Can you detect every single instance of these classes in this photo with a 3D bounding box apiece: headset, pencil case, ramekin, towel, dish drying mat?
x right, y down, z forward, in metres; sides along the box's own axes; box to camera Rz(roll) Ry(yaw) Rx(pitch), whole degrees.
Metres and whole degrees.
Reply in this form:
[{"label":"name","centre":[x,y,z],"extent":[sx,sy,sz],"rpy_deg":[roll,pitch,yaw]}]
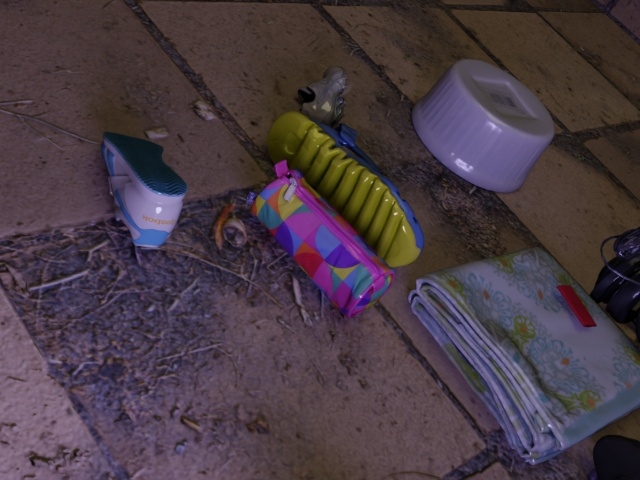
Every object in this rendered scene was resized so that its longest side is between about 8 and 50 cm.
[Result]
[{"label":"headset","centre":[0.572,0.091,1.421],"extent":[0.394,0.185,0.243],"rpy_deg":[44,7,-41]},{"label":"pencil case","centre":[0.000,0.000,1.233],"extent":[0.236,0.104,0.104],"rpy_deg":[47,37,14]},{"label":"ramekin","centre":[0.334,-0.240,1.738],"extent":[0.277,0.135,0.277],"rpy_deg":[22,38,-18]},{"label":"towel","centre":[0.343,0.156,1.339],"extent":[0.375,0.090,0.320],"rpy_deg":[-9,55,-44]},{"label":"dish drying mat","centre":[0.407,0.105,1.375],"extent":[0.032,0.008,0.083],"rpy_deg":[5,44,-33]}]

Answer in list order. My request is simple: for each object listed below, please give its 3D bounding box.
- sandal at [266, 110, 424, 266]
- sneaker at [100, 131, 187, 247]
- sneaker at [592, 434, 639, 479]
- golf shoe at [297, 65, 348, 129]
[{"label":"sandal","centre":[0.060,-0.091,1.369],"extent":[0.138,0.126,0.317],"rpy_deg":[-13,59,-51]},{"label":"sneaker","centre":[-0.246,-0.076,1.138],"extent":[0.088,0.092,0.228],"rpy_deg":[9,24,-29]},{"label":"sneaker","centre":[0.428,0.384,1.143],"extent":[0.130,0.109,0.286],"rpy_deg":[6,43,-25]},{"label":"golf shoe","centre":[0.002,-0.274,1.573],"extent":[0.086,0.069,0.176],"rpy_deg":[18,38,-13]}]
